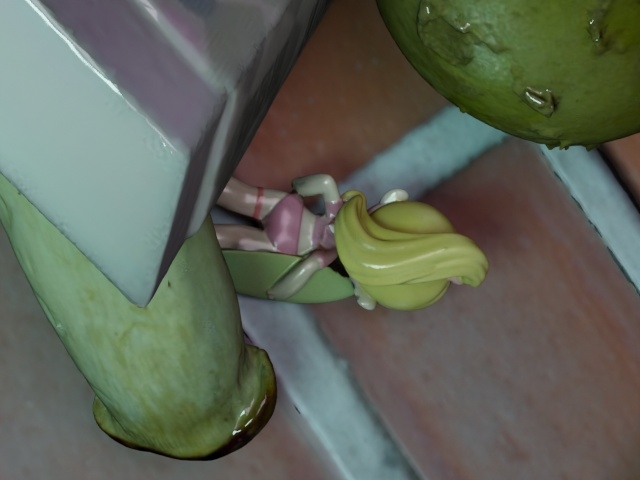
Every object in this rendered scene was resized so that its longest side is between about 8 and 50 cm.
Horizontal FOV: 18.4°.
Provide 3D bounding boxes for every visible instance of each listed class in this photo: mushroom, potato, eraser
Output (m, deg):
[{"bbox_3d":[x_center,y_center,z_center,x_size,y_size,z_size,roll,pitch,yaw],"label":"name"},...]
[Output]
[{"bbox_3d":[-0.114,-0.023,0.981,0.087,0.107,0.333,-76,150,-55],"label":"mushroom"},{"bbox_3d":[0.138,-0.213,1.053,0.219,0.359,0.270,15,56,16],"label":"potato"},{"bbox_3d":[-0.075,-0.154,0.970,0.213,0.082,0.397,47,30,-14],"label":"eraser"}]

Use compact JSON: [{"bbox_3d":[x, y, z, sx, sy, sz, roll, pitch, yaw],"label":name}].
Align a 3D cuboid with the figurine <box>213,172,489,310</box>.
[{"bbox_3d":[0.000,0.000,1.109,0.187,0.083,0.083,14,75,-8],"label":"figurine"}]
